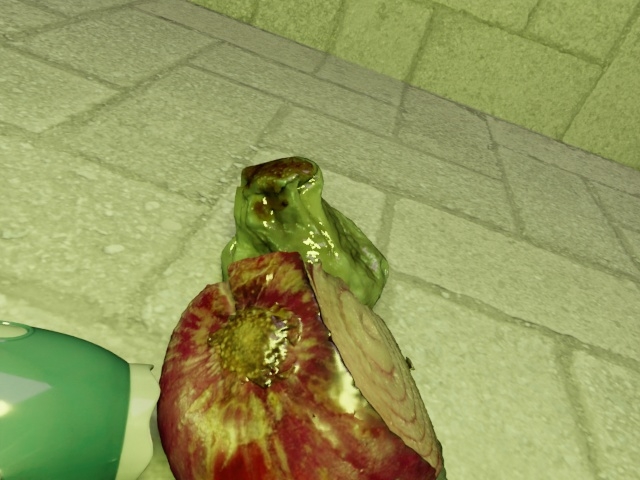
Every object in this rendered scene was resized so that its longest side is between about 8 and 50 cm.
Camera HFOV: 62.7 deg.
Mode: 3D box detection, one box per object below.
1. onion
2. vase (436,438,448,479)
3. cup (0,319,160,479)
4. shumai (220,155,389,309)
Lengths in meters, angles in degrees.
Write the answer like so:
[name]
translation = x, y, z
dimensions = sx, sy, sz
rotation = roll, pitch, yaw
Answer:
[onion]
translation = -0.035, 0.158, 0.502
dimensions = 0.230, 0.272, 0.256
rotation = -27, 28, 8
[vase]
translation = 0.116, 0.300, 0.485
dimensions = 0.115, 0.116, 0.237
rotation = 9, 31, -18
[cup]
translation = -0.236, 0.156, 0.447
dimensions = 0.173, 0.168, 0.299
rotation = 11, 7, -26
[shumai]
translation = 0.000, 0.000, 0.758
dimensions = 0.260, 0.222, 0.225
rotation = 11, 31, -23
